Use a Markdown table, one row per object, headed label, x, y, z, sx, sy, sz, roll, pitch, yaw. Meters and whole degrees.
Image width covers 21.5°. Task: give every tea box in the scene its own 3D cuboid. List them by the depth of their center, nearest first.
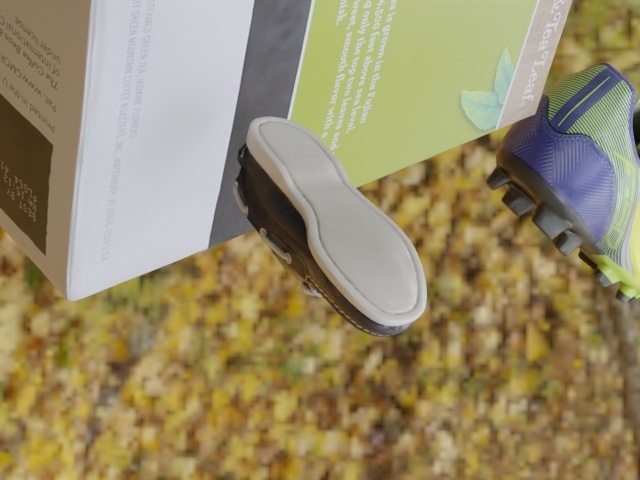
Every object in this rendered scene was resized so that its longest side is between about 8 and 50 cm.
| label | x | y | z | sx | sy | sz | roll | pitch | yaw |
| --- | --- | --- | --- | --- | --- | --- | --- | --- | --- |
| tea box | -0.079 | -0.191 | 0.875 | 0.324 | 0.329 | 0.220 | -23 | 143 | -35 |

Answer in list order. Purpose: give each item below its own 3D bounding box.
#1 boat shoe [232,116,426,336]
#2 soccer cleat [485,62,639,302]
| label | x | y | z | sx | sy | sz | roll | pitch | yaw |
| --- | --- | --- | --- | --- | --- | --- | --- | --- | --- |
| boat shoe | 0.000 | 0.000 | 0.682 | 0.046 | 0.125 | 0.038 | -5 | 132 | -37 |
| soccer cleat | 0.201 | -0.037 | 1.119 | 0.121 | 0.093 | 0.289 | -50 | 155 | 6 |
